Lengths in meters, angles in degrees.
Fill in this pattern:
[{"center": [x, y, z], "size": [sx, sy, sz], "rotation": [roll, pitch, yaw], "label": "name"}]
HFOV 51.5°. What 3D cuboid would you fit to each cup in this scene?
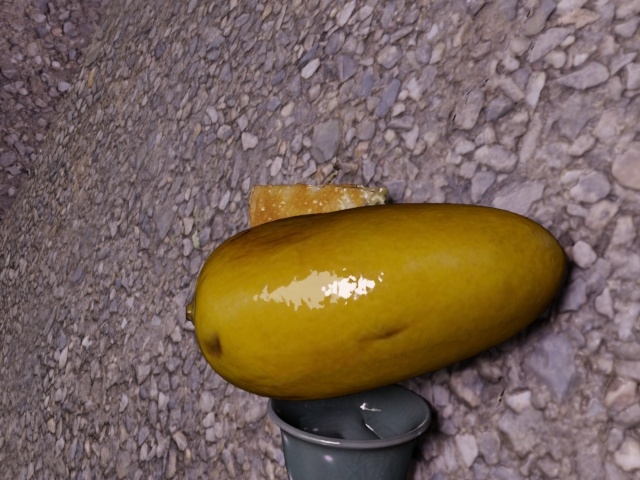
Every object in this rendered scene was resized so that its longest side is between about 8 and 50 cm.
[{"center": [0.031, 0.270, 0.814], "size": [0.199, 0.199, 0.149], "rotation": [14, 104, 49], "label": "cup"}]

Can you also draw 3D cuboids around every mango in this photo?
[{"center": [0.057, 0.066, 0.779], "size": [0.445, 0.301, 0.220], "rotation": [-9, 85, 20], "label": "mango"}]

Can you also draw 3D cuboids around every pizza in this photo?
[{"center": [0.000, 0.000, 1.012], "size": [0.288, 0.075, 0.279], "rotation": [-24, 63, 39], "label": "pizza"}]
